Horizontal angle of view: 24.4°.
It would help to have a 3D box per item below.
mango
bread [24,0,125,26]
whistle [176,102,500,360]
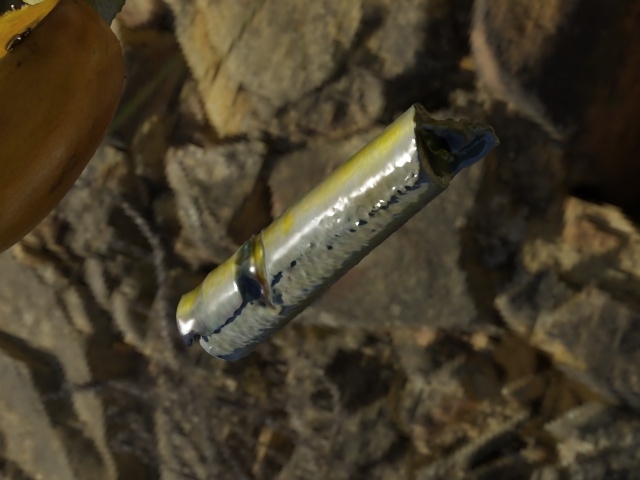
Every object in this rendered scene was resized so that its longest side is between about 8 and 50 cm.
[{"bbox_3d":[-0.263,-0.074,1.211,0.138,0.257,0.187,36,152,-16],"label":"mango"},{"bbox_3d":[-0.240,-0.261,1.427,0.125,0.086,0.156,16,-160,-15],"label":"bread"},{"bbox_3d":[0.000,-0.001,0.980,0.068,0.057,0.326,2,155,-33],"label":"whistle"}]
